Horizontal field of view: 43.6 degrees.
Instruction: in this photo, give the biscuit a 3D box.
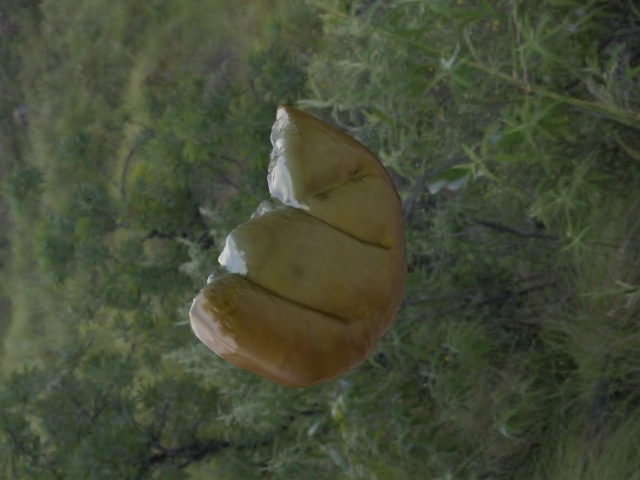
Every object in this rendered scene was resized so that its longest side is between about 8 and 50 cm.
[{"bbox_3d":[0.003,0.003,0.594,0.045,0.154,0.299,-40,20,32],"label":"biscuit"}]
